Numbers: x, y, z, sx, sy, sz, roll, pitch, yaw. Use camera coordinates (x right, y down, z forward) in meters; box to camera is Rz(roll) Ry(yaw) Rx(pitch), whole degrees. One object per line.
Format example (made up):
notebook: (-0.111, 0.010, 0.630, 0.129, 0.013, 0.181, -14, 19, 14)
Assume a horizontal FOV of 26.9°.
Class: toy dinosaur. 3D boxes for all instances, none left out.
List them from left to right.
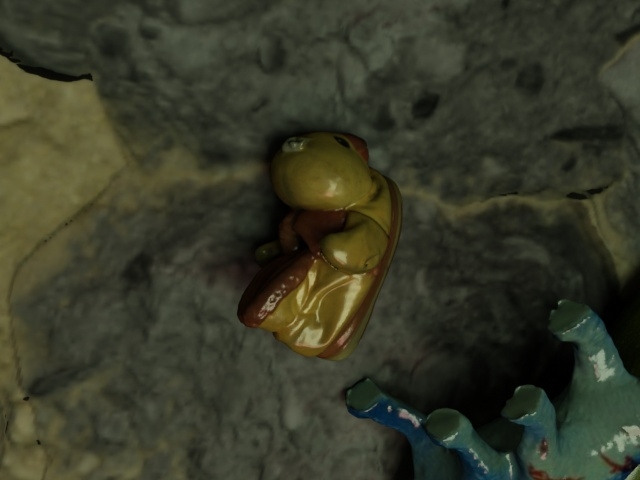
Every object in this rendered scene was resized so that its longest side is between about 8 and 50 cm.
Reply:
toy dinosaur: (0.109, 0.111, 0.716, 0.329, 0.076, 0.144, -35, 117, 15)

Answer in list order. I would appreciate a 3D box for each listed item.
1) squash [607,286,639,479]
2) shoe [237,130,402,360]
squash: (0.174, 0.126, 0.785, 0.080, 0.071, 0.318, 20, 97, -7)
shoe: (0.001, 0.002, 0.655, 0.069, 0.072, 0.109, 16, 102, -35)
